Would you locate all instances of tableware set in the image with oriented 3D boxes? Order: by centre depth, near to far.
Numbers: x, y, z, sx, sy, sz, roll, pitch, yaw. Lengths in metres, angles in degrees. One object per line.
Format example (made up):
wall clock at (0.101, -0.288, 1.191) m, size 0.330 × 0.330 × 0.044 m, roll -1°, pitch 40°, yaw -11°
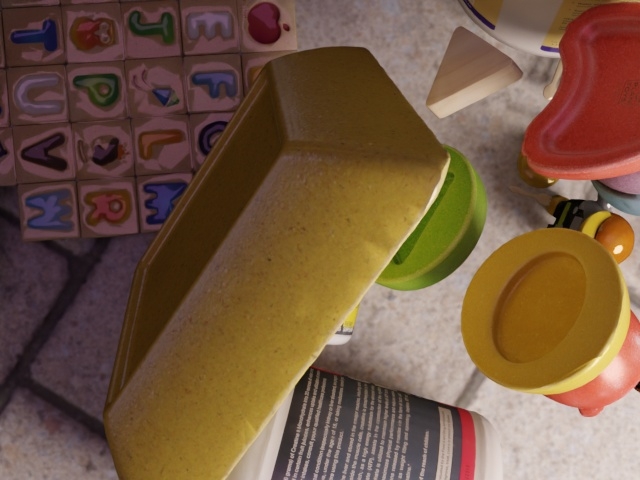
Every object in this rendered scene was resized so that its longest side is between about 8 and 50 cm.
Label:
tableware set at (0.257, -0.099, 0.821) m, size 0.104 × 0.024 × 0.154 m, roll 21°, pitch 89°, yaw -3°

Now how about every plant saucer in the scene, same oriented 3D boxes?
plant saucer at (-0.064, 0.003, 0.627) m, size 0.081 × 0.333 × 0.333 m, roll 29°, pitch 108°, yaw -18°
plant saucer at (-0.113, -0.133, 0.821) m, size 0.067 × 0.018 × 0.192 m, roll -14°, pitch 89°, yaw 0°

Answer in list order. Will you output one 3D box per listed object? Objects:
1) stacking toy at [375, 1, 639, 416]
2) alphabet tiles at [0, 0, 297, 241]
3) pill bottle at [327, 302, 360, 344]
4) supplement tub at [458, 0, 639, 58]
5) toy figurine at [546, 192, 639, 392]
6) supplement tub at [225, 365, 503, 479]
stacking toy at (0.185, -0.031, 0.671) m, size 0.130 × 0.279 × 0.309 m, roll 35°, pitch 82°, yaw -42°
alphabet tiles at (-0.189, -0.148, 0.798) m, size 0.342 × 0.011 × 0.285 m, roll -5°, pitch 90°, yaw -5°
pill bottle at (0.000, 0.000, 0.779) m, size 0.103 × 0.103 × 0.184 m, roll 14°, pitch 91°, yaw 0°
supplement tub at (0.225, -0.309, 0.651) m, size 0.240 × 0.331 × 0.241 m, roll -1°, pitch 83°, yaw 5°
toy figurine at (0.331, 0.029, 0.746) m, size 0.209 × 0.148 × 0.213 m, roll -20°, pitch 99°, yaw 0°
supplement tub at (0.010, 0.218, 0.735) m, size 0.272 × 0.191 × 0.191 m, roll 16°, pitch 90°, yaw -1°
